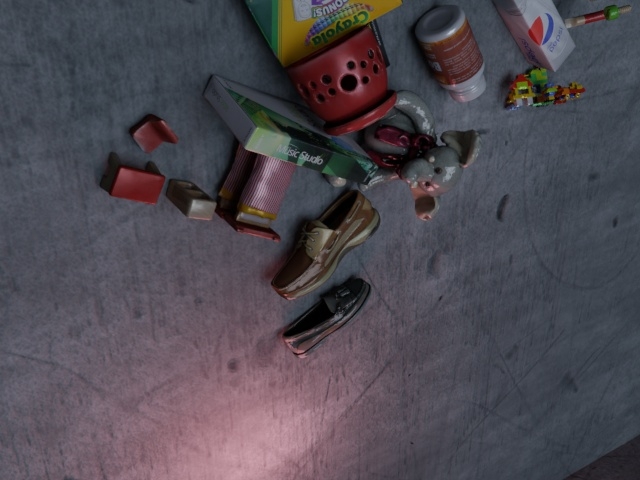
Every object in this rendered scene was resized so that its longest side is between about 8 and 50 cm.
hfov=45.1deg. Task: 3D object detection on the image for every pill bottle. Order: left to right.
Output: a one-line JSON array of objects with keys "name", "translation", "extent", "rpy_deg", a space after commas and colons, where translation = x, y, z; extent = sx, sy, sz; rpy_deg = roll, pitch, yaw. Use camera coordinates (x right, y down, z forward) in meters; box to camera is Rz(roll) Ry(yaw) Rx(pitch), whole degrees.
[{"name": "pill bottle", "translation": [0.316, -0.437, 1.826], "extent": [0.121, 0.121, 0.216], "rpy_deg": [-43, 131, -8]}]

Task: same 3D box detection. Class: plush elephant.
[{"name": "plush elephant", "translation": [0.213, -0.192, 1.781], "extent": [0.330, 0.255, 0.271], "rpy_deg": [-4, 129, -40]}]

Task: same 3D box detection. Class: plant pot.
[{"name": "plant pot", "translation": [0.050, -0.320, 1.579], "extent": [0.191, 0.191, 0.174], "rpy_deg": [-34, 110, -16]}]

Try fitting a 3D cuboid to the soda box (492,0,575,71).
[{"name": "soda box", "translation": [0.531, -0.554, 1.933], "extent": [0.091, 0.098, 0.286], "rpy_deg": [-50, 133, -2]}]

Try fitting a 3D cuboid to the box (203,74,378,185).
[{"name": "box", "translation": [-0.060, -0.227, 1.596], "extent": [0.322, 0.232, 0.058], "rpy_deg": [11, 118, -39]}]

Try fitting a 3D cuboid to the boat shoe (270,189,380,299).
[{"name": "boat shoe", "translation": [0.000, 0.000, 1.853], "extent": [0.324, 0.123, 0.119], "rpy_deg": [-44, 127, -18]}]

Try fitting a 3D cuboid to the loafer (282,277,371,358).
[{"name": "loafer", "translation": [0.017, 0.188, 1.978], "extent": [0.267, 0.096, 0.084], "rpy_deg": [-44, 126, -5]}]

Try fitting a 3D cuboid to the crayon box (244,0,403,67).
[{"name": "crayon box", "translation": [0.003, -0.488, 1.537], "extent": [0.279, 0.081, 0.165], "rpy_deg": [-27, 128, 6]}]

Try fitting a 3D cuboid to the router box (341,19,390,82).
[{"name": "router box", "translation": [0.070, -0.433, 1.702], "extent": [0.133, 0.046, 0.178], "rpy_deg": [-35, 129, -15]}]

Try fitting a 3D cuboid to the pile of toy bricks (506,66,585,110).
[{"name": "pile of toy bricks", "translation": [0.585, -0.415, 2.060], "extent": [0.212, 0.118, 0.105], "rpy_deg": [-9, 92, -14]}]

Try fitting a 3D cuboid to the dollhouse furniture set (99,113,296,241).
[{"name": "dollhouse furniture set", "translation": [-0.227, -0.140, 1.578], "extent": [0.374, 0.152, 0.201], "rpy_deg": [11, 107, -39]}]

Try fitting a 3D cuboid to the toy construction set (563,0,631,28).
[{"name": "toy construction set", "translation": [0.614, -0.659, 1.866], "extent": [0.237, 0.257, 0.308], "rpy_deg": [-15, 124, -1]}]
